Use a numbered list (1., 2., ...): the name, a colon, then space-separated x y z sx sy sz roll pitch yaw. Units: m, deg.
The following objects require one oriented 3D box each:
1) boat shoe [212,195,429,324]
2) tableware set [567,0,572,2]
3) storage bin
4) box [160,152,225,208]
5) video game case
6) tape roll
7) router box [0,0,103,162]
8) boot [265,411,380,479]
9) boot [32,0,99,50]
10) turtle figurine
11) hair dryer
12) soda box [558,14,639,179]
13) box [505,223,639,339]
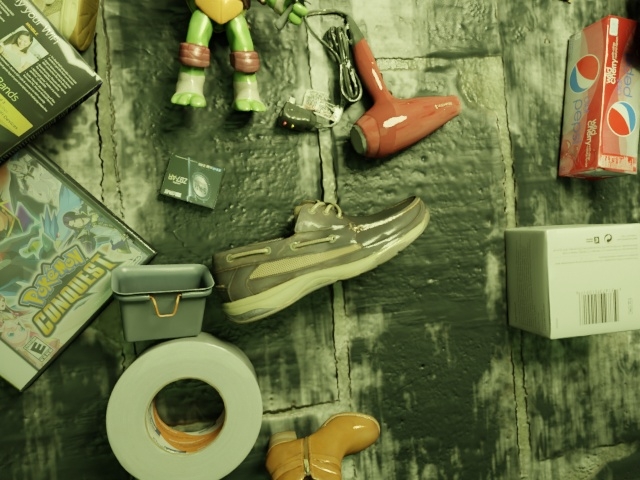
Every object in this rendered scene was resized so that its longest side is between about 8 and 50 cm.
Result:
1. boat shoe: 0.000 0.000 0.685 0.356 0.132 0.130 -25 96 -11
2. tableware set: 0.416 -0.519 0.805 0.169 0.020 0.140 13 94 -17
3. storage bin: -0.228 0.095 0.651 0.135 0.098 0.090 -2 113 -24
4. box: -0.198 -0.092 0.700 0.084 0.018 0.067 17 88 -11
5. video game case: -0.428 0.036 0.650 0.248 0.035 0.274 43 84 -9
6. tape roll: -0.200 0.253 0.682 0.220 0.072 0.218 0 92 -10
7. router box: -0.465 -0.237 0.518 0.243 0.081 0.308 -46 117 -17
8. boot: 0.016 0.335 0.684 0.198 0.152 0.072 -10 93 -11
9. boot: -0.409 -0.416 0.611 0.204 0.095 0.261 10 99 -11
10. turtle figurine: -0.121 -0.312 0.602 0.275 0.198 0.265 15 110 29
11. hair dryer: 0.093 -0.245 0.722 0.294 0.080 0.223 18 87 -11
12. soda box: 0.495 -0.243 0.793 0.084 0.092 0.262 5 90 -14
13. box: 0.434 0.063 0.776 0.181 0.119 0.181 -4 92 -11
